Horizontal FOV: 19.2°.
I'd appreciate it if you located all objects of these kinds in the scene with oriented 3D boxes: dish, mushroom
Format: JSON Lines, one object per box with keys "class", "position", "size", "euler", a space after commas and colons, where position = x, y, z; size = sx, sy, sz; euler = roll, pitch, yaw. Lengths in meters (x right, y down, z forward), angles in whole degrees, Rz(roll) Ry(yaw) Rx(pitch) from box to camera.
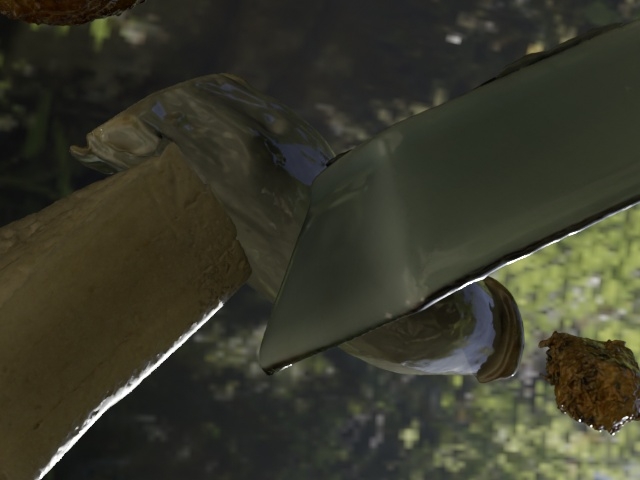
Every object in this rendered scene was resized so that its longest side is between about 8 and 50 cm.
{"class": "dish", "position": [0.087, -0.033, 0.837], "size": [0.080, 0.243, 0.182], "euler": [64, -25, 2]}
{"class": "mushroom", "position": [0.000, 0.002, 1.195], "size": [0.097, 0.351, 0.109], "euler": [-27, -139, 37]}

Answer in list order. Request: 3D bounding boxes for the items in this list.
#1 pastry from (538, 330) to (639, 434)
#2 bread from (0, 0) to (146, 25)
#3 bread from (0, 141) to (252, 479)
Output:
{"class": "pastry", "position": [0.208, 0.103, 1.423], "size": [0.140, 0.080, 0.056], "euler": [-96, -159, -75]}
{"class": "bread", "position": [-0.144, -0.211, 1.064], "size": [0.064, 0.193, 0.193], "euler": [140, -51, -73]}
{"class": "bread", "position": [-0.119, 0.028, 0.780], "size": [0.105, 0.152, 0.077], "euler": [10, -45, 49]}
